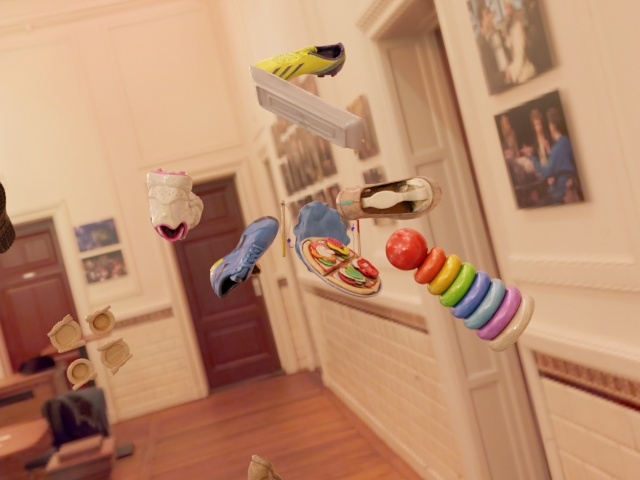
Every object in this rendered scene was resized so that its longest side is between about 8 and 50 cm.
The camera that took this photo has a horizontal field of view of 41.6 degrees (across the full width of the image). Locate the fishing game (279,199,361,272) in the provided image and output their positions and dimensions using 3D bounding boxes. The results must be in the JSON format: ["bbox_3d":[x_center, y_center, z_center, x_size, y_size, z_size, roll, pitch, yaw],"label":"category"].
[{"bbox_3d":[0.000,0.000,2.033,0.264,0.189,0.041,5,-13,-43],"label":"fishing game"}]

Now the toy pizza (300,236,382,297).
[{"bbox_3d":[0.049,0.049,1.802,0.201,0.201,0.032,-17,-38,-59],"label":"toy pizza"}]

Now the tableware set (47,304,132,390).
[{"bbox_3d":[-0.469,0.216,1.730,0.141,0.169,0.020,-29,26,-26],"label":"tableware set"}]

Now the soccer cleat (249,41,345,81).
[{"bbox_3d":[-0.064,-0.518,2.421,0.289,0.093,0.121,-12,-29,-18],"label":"soccer cleat"}]

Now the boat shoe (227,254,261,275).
[{"bbox_3d":[-0.206,0.067,2.302,0.063,0.059,0.170,-37,-18,17],"label":"boat shoe"}]

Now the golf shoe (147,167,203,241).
[{"bbox_3d":[-0.328,-0.055,1.862,0.115,0.140,0.306,2,-14,2],"label":"golf shoe"}]

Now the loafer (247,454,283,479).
[{"bbox_3d":[-0.107,0.439,1.546,0.056,0.148,0.050,21,62,26],"label":"loafer"}]

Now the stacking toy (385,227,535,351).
[{"bbox_3d":[0.279,0.088,1.767,0.141,0.330,0.141,-55,1,2],"label":"stacking toy"}]

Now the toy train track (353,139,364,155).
[{"bbox_3d":[0.117,-0.279,2.506,0.014,0.048,0.083,17,33,13],"label":"toy train track"}]

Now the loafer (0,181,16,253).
[{"bbox_3d":[-0.689,-0.057,1.718,0.078,0.220,0.080,19,49,10],"label":"loafer"}]

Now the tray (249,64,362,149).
[{"bbox_3d":[-0.035,-0.272,1.791,0.270,0.030,0.145,28,-16,11],"label":"tray"}]

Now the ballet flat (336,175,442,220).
[{"bbox_3d":[0.189,-0.098,2.022,0.316,0.108,0.106,-13,1,-30],"label":"ballet flat"}]

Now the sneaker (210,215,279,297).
[{"bbox_3d":[-0.153,0.039,1.772,0.069,0.082,0.209,29,-65,-35],"label":"sneaker"}]
